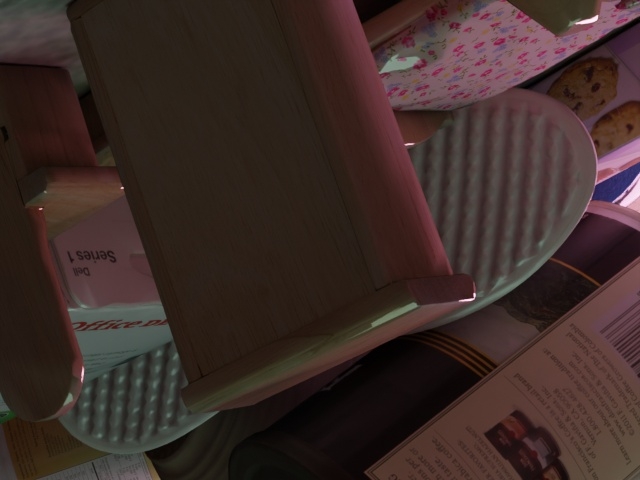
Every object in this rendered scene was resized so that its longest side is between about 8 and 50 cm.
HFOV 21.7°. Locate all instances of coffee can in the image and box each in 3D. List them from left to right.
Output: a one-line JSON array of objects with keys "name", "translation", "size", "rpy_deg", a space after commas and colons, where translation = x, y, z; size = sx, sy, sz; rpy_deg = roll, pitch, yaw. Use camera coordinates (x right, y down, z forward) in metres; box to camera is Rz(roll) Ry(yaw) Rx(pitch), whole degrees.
[{"name": "coffee can", "translation": [0.112, 0.130, 1.019], "size": [0.275, 0.201, 0.201], "rpy_deg": [-34, 175, -25]}]

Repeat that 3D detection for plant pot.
[{"name": "plant pot", "translation": [-0.055, 0.108, 1.176], "size": [0.109, 0.237, 0.237], "rpy_deg": [19, 149, -28]}]

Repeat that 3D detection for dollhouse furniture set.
[{"name": "dollhouse furniture set", "translation": [0.054, -0.032, 0.773], "size": [0.303, 0.174, 0.355], "rpy_deg": [-27, 166, 33]}]

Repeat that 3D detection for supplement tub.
[{"name": "supplement tub", "translation": [-0.194, 0.171, 1.343], "size": [0.199, 0.144, 0.144], "rpy_deg": [-19, 168, -3]}]

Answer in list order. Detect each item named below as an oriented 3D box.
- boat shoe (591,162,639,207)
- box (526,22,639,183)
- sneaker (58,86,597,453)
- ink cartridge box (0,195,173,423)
[{"name": "boat shoe", "translation": [0.135, -0.003, 1.190], "size": [0.258, 0.109, 0.089], "rpy_deg": [-23, 171, 27]}, {"name": "box", "translation": [0.180, -0.082, 1.007], "size": [0.063, 0.067, 0.324], "rpy_deg": [-7, 164, -47]}, {"name": "sneaker", "translation": [0.000, 0.000, 1.015], "size": [0.365, 0.135, 0.150], "rpy_deg": [-24, -170, 20]}, {"name": "ink cartridge box", "translation": [-0.169, 0.033, 0.896], "size": [0.219, 0.093, 0.160], "rpy_deg": [-27, 166, 30]}]
